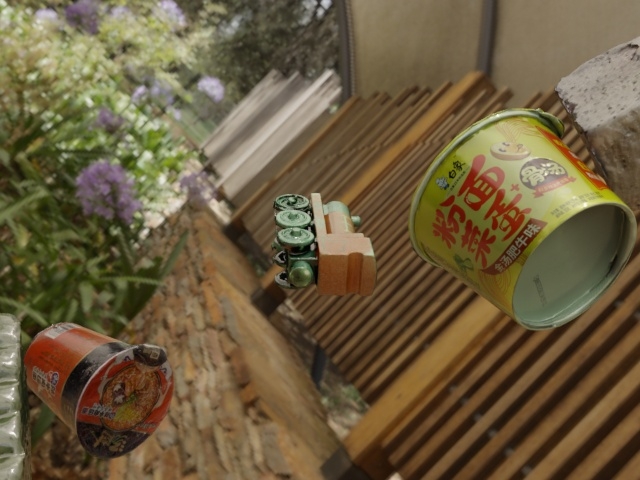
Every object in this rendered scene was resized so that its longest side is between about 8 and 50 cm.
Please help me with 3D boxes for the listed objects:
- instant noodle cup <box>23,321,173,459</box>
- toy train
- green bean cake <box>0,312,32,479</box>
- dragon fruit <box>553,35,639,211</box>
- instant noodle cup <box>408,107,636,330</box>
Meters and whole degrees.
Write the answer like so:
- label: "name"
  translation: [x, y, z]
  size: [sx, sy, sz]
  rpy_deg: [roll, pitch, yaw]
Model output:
- label: "instant noodle cup"
  translation: [-0.248, 0.150, 0.892]
  size: [0.135, 0.127, 0.127]
  rpy_deg: [20, -16, 37]
- label: "toy train"
  translation: [0.000, 0.000, 0.552]
  size: [0.103, 0.064, 0.044]
  rpy_deg: [-101, -169, -64]
- label: "green bean cake"
  translation: [-0.268, 0.177, 0.644]
  size: [0.183, 0.094, 0.185]
  rpy_deg: [107, -32, -45]
- label: "dragon fruit"
  translation: [0.535, -0.191, 1.365]
  size: [0.221, 0.204, 0.283]
  rpy_deg: [56, 19, -20]
- label: "instant noodle cup"
  translation: [0.322, -0.022, 1.275]
  size: [0.221, 0.311, 0.311]
  rpy_deg: [49, 2, 43]
